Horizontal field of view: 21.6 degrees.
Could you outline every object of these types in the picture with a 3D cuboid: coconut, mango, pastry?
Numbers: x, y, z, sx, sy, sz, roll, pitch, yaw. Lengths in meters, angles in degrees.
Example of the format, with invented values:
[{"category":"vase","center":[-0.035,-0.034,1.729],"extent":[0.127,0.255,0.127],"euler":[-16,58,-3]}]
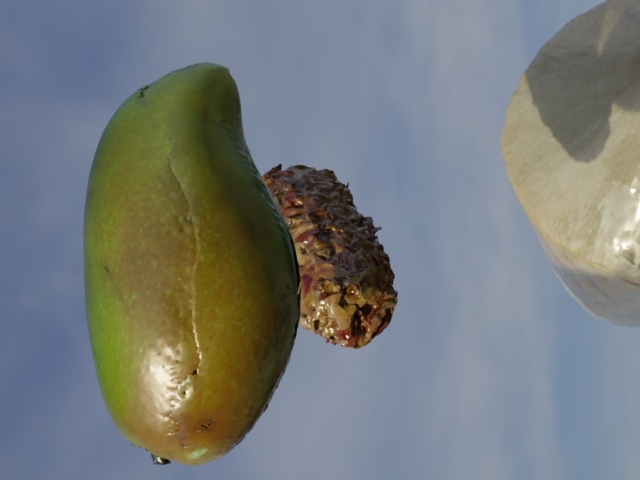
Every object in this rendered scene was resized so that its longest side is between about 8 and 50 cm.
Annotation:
[{"category":"coconut","center":[0.299,-0.073,1.392],"extent":[0.329,0.329,0.329],"euler":[-2,-90,-73]},{"category":"mango","center":[-0.071,0.008,0.933],"extent":[0.111,0.125,0.233],"euler":[43,-132,-68]},{"category":"pastry","center":[0.002,0.000,1.137],"extent":[0.169,0.087,0.063],"euler":[59,135,42]}]
